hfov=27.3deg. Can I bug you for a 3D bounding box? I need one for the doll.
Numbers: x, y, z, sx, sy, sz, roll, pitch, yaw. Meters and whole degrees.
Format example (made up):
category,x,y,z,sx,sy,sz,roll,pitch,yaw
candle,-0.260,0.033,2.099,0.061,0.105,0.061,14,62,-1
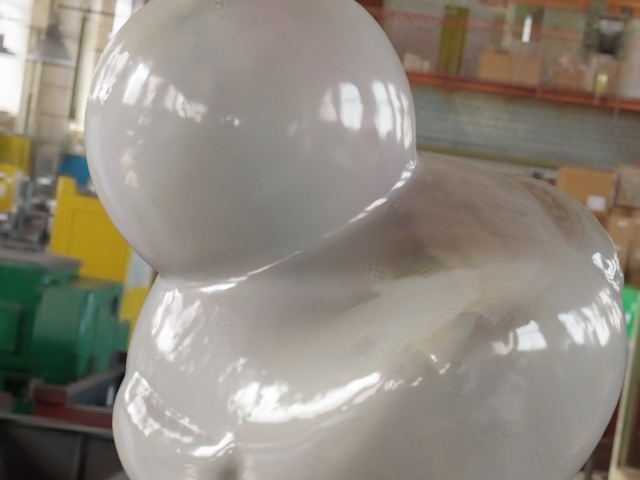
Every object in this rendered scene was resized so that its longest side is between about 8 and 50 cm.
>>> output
category,x,y,z,sx,sy,sz,roll,pitch,yaw
doll,0.000,0.000,0.515,0.221,0.221,0.251,8,19,-27
